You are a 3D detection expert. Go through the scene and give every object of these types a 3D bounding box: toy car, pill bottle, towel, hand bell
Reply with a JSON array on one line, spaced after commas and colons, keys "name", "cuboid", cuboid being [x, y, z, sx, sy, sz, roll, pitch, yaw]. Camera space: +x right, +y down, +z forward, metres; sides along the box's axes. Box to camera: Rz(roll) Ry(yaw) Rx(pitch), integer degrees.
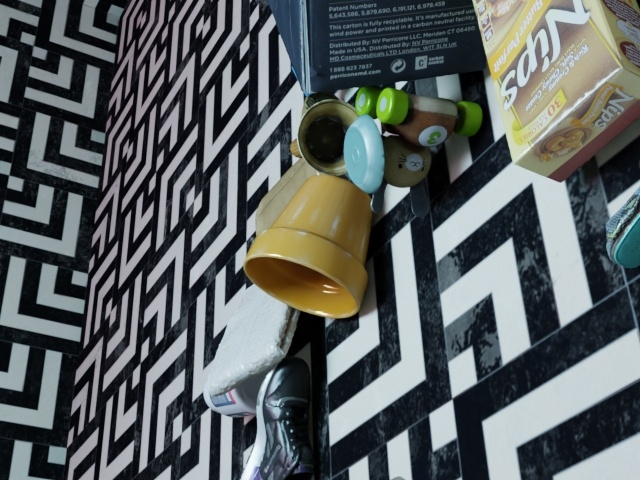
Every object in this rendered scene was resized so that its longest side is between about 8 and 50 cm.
[{"name": "toy car", "cuboid": [0.135, -0.129, 1.464, 0.149, 0.155, 0.188, -150, 68, -65]}, {"name": "pill bottle", "cuboid": [-0.154, 0.283, 1.849, 0.180, 0.108, 0.108, -24, 54, 58]}, {"name": "towel", "cuboid": [-0.104, 0.144, 1.756, 0.187, 0.049, 0.282, -35, 23, 33]}, {"name": "hand bell", "cuboid": [-0.013, -0.172, 1.703, 0.242, 0.126, 0.126, -175, 100, -73]}]

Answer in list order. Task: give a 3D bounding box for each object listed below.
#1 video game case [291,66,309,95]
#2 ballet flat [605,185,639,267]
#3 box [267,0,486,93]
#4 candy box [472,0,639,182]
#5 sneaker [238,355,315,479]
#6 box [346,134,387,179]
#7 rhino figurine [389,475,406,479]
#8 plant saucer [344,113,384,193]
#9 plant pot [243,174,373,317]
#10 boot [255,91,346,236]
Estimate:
[{"name": "video game case", "cuboid": [0.026, -0.355, 1.871, 0.166, 0.015, 0.119, -33, 36, 8]}, {"name": "ballet flat", "cuboid": [0.367, -0.056, 1.033, 0.188, 0.070, 0.070, -55, 31, 29]}, {"name": "box", "cuboid": [0.058, -0.552, 1.449, 0.480, 0.298, 0.471, -109, 12, -49]}, {"name": "candy box", "cuboid": [0.299, -0.252, 1.202, 0.183, 0.088, 0.316, -46, 37, 42]}, {"name": "sneaker", "cuboid": [-0.045, 0.342, 1.632, 0.124, 0.107, 0.283, 9, 85, 48]}, {"name": "box", "cuboid": [0.083, -0.142, 1.666, 0.083, 0.062, 0.052, -65, 28, 18]}, {"name": "rhino figurine", "cuboid": [0.131, 0.386, 1.239, 0.243, 0.073, 0.106, 25, 101, 63]}, {"name": "plant saucer", "cuboid": [0.061, -0.128, 1.441, 0.119, 0.021, 0.119, 173, 90, -70]}, {"name": "plant pot", "cuboid": [0.000, 0.000, 1.622, 0.205, 0.205, 0.188, -24, 39, 59]}, {"name": "boot", "cuboid": [-0.049, -0.136, 1.910, 0.269, 0.089, 0.236, -47, 36, 47]}]
